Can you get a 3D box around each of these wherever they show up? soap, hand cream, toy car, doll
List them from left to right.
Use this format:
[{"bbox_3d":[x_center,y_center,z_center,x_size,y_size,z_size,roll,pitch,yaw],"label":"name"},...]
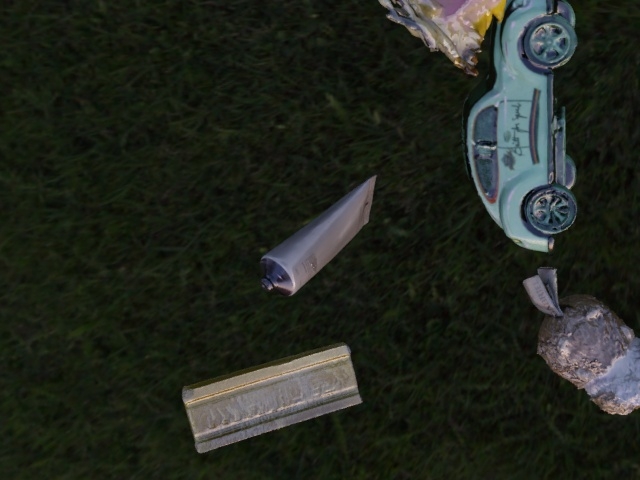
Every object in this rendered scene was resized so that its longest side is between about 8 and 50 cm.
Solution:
[{"bbox_3d":[-0.068,0.220,1.454,0.252,0.037,0.092,-14,94,-17],"label":"soap"},{"bbox_3d":[0.000,0.000,1.185,0.054,0.186,0.087,36,146,22],"label":"hand cream"},{"bbox_3d":[0.212,-0.136,1.099,0.125,0.136,0.306,-2,112,14],"label":"toy car"},{"bbox_3d":[0.330,0.128,1.276,0.221,0.115,0.105,38,95,-5],"label":"doll"}]

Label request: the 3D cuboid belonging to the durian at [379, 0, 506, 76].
[{"bbox_3d":[0.034,-0.291,0.792,0.305,0.195,0.185,41,88,-25],"label":"durian"}]
